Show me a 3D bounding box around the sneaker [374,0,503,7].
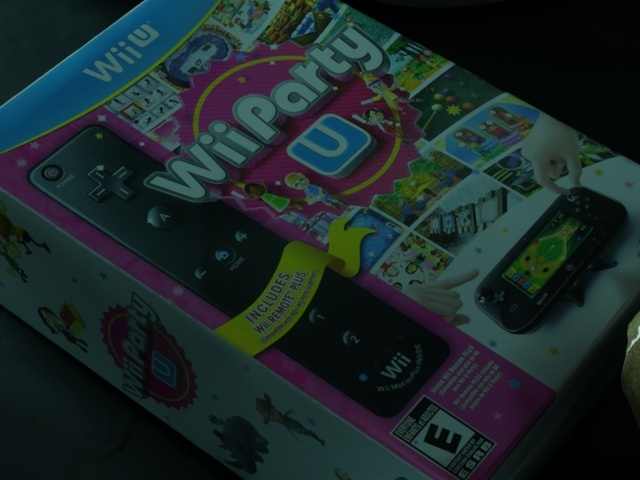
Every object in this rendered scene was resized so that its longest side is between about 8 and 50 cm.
[{"bbox_3d":[0.000,-0.238,0.982,0.365,0.135,0.150,2,58,-11],"label":"sneaker"}]

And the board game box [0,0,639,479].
[{"bbox_3d":[0.000,0.000,0.810,0.303,0.097,0.224,31,53,20],"label":"board game box"}]

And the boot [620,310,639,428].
[{"bbox_3d":[0.251,0.137,0.745,0.305,0.115,0.112,55,16,-4],"label":"boot"}]
